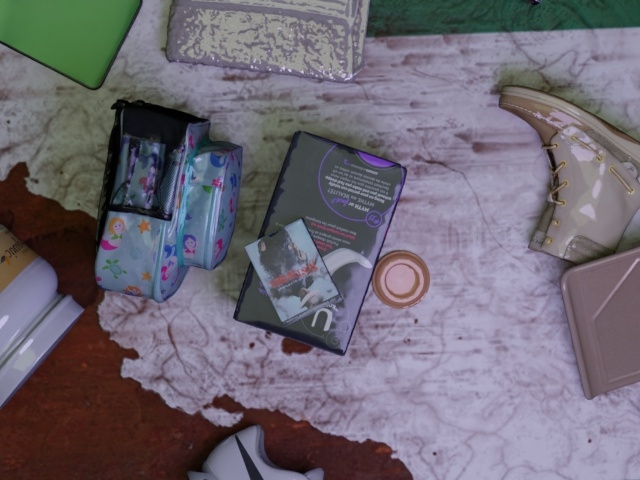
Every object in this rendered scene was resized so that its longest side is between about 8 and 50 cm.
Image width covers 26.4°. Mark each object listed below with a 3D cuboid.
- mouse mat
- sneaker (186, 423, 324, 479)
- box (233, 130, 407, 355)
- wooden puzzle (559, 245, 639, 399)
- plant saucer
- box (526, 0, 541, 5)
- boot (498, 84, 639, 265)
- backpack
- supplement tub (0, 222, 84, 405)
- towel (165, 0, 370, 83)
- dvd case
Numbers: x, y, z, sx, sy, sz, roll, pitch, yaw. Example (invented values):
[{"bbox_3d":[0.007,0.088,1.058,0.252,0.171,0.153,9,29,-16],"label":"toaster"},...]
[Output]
[{"bbox_3d":[-0.362,-0.316,1.911,0.189,0.007,0.153,27,92,-2],"label":"mouse mat"},{"bbox_3d":[-0.026,0.396,1.892,0.146,0.122,0.330,-43,82,-2],"label":"sneaker"},{"bbox_3d":[0.000,0.000,1.874,0.165,0.143,0.270,19,93,-1],"label":"box"},{"bbox_3d":[0.459,0.097,1.918,0.238,0.044,0.221,-20,120,-4],"label":"wooden puzzle"},{"bbox_3d":[0.115,0.056,1.947,0.083,0.013,0.083,0,93,-3],"label":"plant saucer"},{"bbox_3d":[0.235,-0.450,1.903,0.233,0.044,0.159,26,93,-3],"label":"box"},{"bbox_3d":[0.331,-0.083,1.907,0.262,0.095,0.203,28,93,-10],"label":"boot"},{"bbox_3d":[-0.208,-0.043,1.827,0.191,0.225,0.254,17,97,2],"label":"backpack"},{"bbox_3d":[-0.496,0.065,1.819,0.316,0.228,0.228,40,92,-4],"label":"supplement tub"},{"bbox_3d":[-0.071,-0.323,1.899,0.282,0.049,0.187,6,93,-2],"label":"towel"},{"bbox_3d":[-0.036,0.042,1.798,0.087,0.013,0.119,-26,94,2],"label":"dvd case"}]
